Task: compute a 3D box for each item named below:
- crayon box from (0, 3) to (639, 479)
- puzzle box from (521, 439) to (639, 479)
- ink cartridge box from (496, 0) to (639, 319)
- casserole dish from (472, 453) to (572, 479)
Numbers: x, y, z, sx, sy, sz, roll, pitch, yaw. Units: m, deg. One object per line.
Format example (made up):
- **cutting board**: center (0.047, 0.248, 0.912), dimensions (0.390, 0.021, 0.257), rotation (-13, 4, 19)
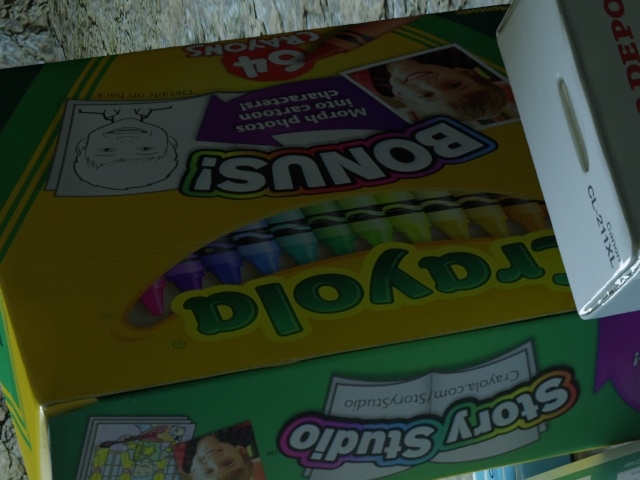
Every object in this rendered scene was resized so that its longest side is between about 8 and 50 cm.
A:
- **crayon box**: center (0.000, 0.000, 1.020), dimensions (0.313, 0.363, 0.106), rotation (-121, 26, -53)
- **puzzle box**: center (0.094, 0.257, 0.961), dimensions (0.409, 0.052, 0.272), rotation (-30, 41, 52)
- **ink cartridge box**: center (0.170, -0.052, 0.724), dimensions (0.072, 0.175, 0.127), rotation (120, 138, -67)
- **casserole dish**: center (0.134, 0.176, 1.273), dimensions (0.114, 0.037, 0.188), rotation (-145, 48, -69)
